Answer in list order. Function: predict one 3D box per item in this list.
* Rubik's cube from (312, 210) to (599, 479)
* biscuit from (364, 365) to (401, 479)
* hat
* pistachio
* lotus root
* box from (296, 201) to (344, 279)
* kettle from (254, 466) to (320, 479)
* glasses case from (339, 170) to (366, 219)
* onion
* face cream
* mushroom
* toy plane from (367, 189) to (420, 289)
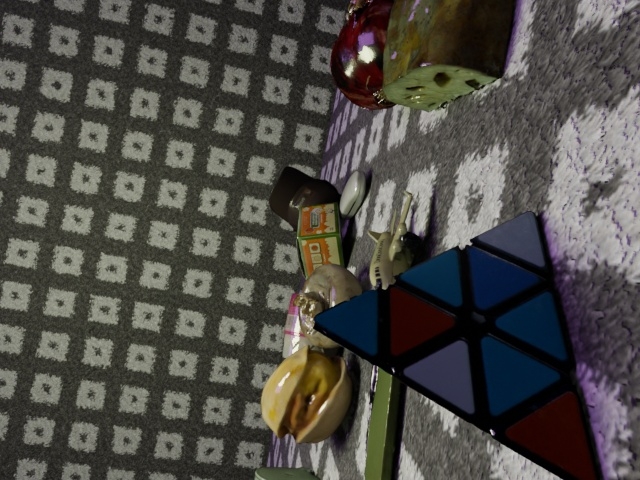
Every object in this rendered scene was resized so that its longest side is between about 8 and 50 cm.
[{"bbox_3d":[0.196,0.075,0.458,0.234,0.284,0.250,-59,32,-7],"label":"Rubik's cube"},{"bbox_3d":[0.121,0.286,0.823,0.099,0.038,0.323,135,145,-71],"label":"biscuit"},{"bbox_3d":[-0.015,-0.127,1.643,0.208,0.336,0.238,25,87,44],"label":"hat"},{"bbox_3d":[-0.039,0.406,1.162,0.230,0.229,0.309,-89,17,-52],"label":"pistachio"},{"bbox_3d":[0.204,-0.381,0.750,0.267,0.149,0.261,-149,69,-78],"label":"lotus root"},{"bbox_3d":[0.000,0.000,1.506,0.195,0.148,0.178,-90,-9,-54],"label":"box"},{"bbox_3d":[-0.098,0.825,1.249,0.205,0.264,0.318,-8,69,48],"label":"kettle"},{"bbox_3d":[0.103,-0.143,1.445,0.233,0.059,0.092,115,161,-69],"label":"glasses case"},{"bbox_3d":[0.138,-0.424,1.013,0.281,0.221,0.281,172,90,-82],"label":"onion"},{"bbox_3d":[-0.020,0.271,1.355,0.175,0.175,0.195,135,146,-76],"label":"face cream"},{"bbox_3d":[0.013,0.173,1.177,0.226,0.177,0.227,-174,90,-66],"label":"mushroom"},{"bbox_3d":[0.133,0.037,0.833,0.256,0.104,0.242,-95,20,-63],"label":"toy plane"}]
